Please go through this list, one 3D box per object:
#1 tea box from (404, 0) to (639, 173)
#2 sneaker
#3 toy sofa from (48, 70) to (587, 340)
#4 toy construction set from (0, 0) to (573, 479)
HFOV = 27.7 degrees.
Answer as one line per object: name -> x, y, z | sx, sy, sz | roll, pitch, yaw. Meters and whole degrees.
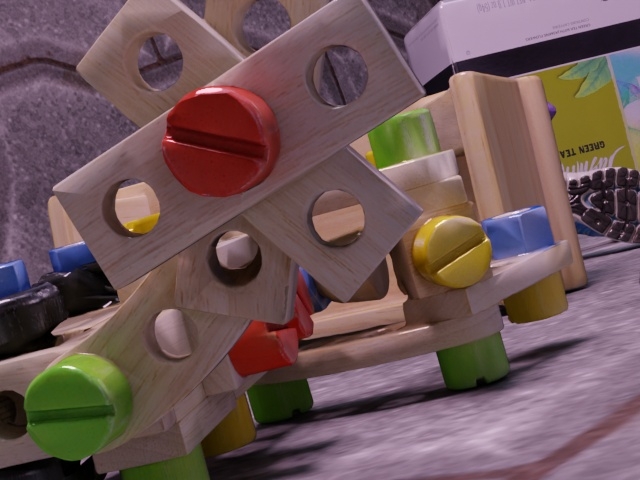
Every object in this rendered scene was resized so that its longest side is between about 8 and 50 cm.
tea box -> 0.322, -0.177, 1.737 | 0.328, 0.324, 0.220 | -15, 0, -9
sneaker -> 0.232, -0.034, 1.139 | 0.162, 0.063, 0.073 | 11, -2, 9
toy sofa -> 0.000, 0.000, 0.935 | 0.362, 0.150, 0.177 | -14, -5, 27
toy construction set -> -0.018, 0.017, 0.486 | 0.215, 0.151, 0.327 | -14, -11, 12
